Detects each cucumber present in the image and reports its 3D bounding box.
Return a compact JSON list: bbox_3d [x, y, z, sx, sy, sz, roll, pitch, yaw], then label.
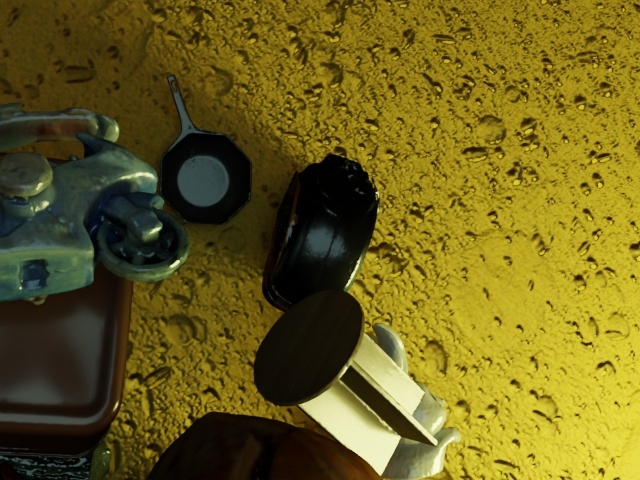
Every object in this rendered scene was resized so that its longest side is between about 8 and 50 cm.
[{"bbox_3d":[-0.405,0.278,1.356,0.265,0.077,0.077,12,84,-13],"label":"cucumber"}]

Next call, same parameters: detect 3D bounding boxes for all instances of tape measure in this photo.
[{"bbox_3d":[0.000,0.000,1.423,0.135,0.202,0.223,20,77,-10],"label":"tape measure"}]

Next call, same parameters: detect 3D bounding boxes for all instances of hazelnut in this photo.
[{"bbox_3d":[-0.087,0.396,1.273,0.359,0.409,0.359,21,46,-23],"label":"hazelnut"}]

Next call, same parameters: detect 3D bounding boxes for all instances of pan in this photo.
[{"bbox_3d":[-0.161,-0.123,1.459,0.128,0.048,0.202,4,88,-18],"label":"pan"}]

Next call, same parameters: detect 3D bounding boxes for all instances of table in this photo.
[{"bbox_3d":[0.046,0.195,1.343,0.167,0.167,0.227,-52,125,-13],"label":"table"}]

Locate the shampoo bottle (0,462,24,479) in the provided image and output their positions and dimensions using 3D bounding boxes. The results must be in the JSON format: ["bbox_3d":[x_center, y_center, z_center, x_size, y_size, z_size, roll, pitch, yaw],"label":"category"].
[{"bbox_3d":[-0.472,0.394,1.296,0.260,0.064,0.102,-37,77,2],"label":"shampoo bottle"}]

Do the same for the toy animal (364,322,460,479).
[{"bbox_3d":[0.125,0.222,1.498,0.130,0.103,0.221,-8,90,-15],"label":"toy animal"}]

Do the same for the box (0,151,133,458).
[{"bbox_3d":[-0.353,0.083,1.264,0.239,0.229,0.340,7,73,-17],"label":"box"}]

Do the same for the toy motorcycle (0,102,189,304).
[{"bbox_3d":[-0.307,-0.051,1.092,0.319,0.182,0.241,-5,76,-18],"label":"toy motorcycle"}]
